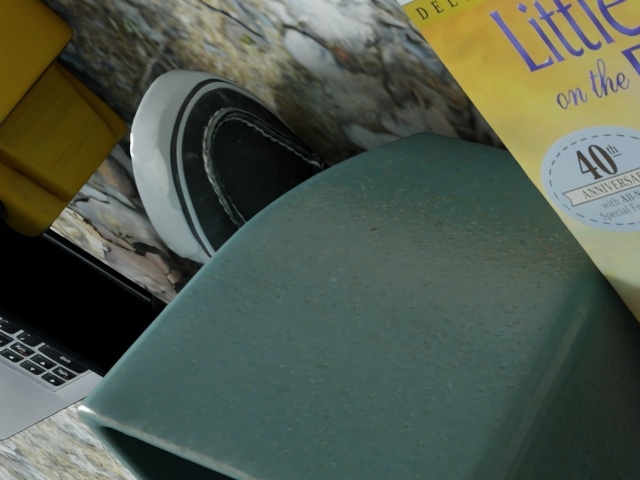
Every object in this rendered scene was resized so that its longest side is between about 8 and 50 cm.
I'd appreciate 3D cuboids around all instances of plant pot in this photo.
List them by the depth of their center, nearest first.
[{"bbox_3d":[0.072,0.086,0.970,0.247,0.252,0.247,16,153,36],"label":"plant pot"}]

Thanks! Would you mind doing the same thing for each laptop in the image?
[{"bbox_3d":[-0.271,0.090,1.334,0.408,0.236,0.382,-28,132,32],"label":"laptop"}]

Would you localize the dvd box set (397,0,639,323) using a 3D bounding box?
[{"bbox_3d":[0.240,-0.005,0.746,0.420,0.062,0.307,52,151,-14],"label":"dvd box set"}]

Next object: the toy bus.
[{"bbox_3d":[-0.279,-0.150,1.179,0.332,0.108,0.130,40,154,-8],"label":"toy bus"}]

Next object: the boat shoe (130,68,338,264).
[{"bbox_3d":[-0.002,0.004,1.098,0.105,0.113,0.306,7,147,36],"label":"boat shoe"}]
